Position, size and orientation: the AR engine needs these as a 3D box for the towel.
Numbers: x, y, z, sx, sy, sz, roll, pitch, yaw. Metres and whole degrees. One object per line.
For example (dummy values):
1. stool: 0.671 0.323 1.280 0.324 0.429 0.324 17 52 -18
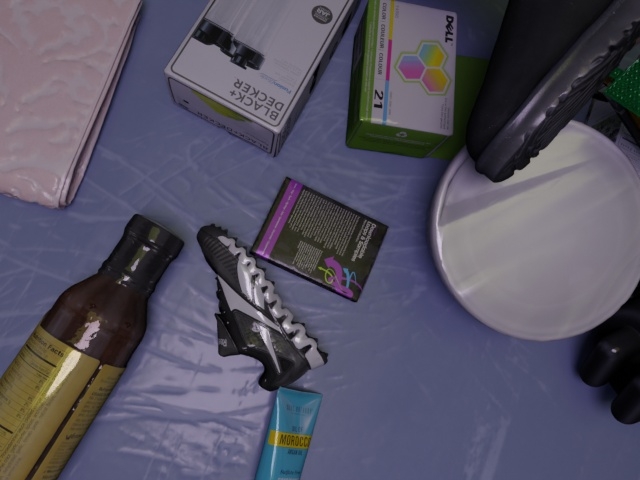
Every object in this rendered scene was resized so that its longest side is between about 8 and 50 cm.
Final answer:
1. towel: -0.435 -0.232 0.607 0.331 0.053 0.317 18 77 -7

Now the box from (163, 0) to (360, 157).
1. box: -0.066 -0.285 0.662 0.169 0.087 0.290 29 77 -4

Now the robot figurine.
1. robot figurine: 0.498 0.141 0.638 0.277 0.173 0.209 -18 86 -12

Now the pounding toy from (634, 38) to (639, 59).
1. pounding toy: 0.460 -0.353 0.704 0.094 0.206 0.181 26 77 -4

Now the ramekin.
1. ramekin: 0.265 -0.016 0.628 0.272 0.127 0.273 0 91 -1

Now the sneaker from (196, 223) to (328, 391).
1. sneaker: -0.098 0.089 0.594 0.106 0.078 0.234 -37 90 -16

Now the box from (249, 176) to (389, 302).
1. box: 0.000 0.000 0.652 0.162 0.029 0.116 26 77 -3

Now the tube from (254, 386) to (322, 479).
1. tube: -0.051 0.287 0.580 0.080 0.052 0.207 30 70 -48

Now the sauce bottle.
1. sauce bottle: -0.275 0.131 0.541 0.111 0.111 0.345 31 75 -3

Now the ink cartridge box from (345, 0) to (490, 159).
1. ink cartridge box: 0.175 -0.221 0.687 0.254 0.097 0.189 6 79 -8

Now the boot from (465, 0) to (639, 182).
1. boot: 0.148 -0.331 0.549 0.445 0.146 0.367 41 94 19

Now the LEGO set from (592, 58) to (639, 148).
1. LEGO set: 0.438 -0.224 0.578 0.192 0.331 0.255 21 112 -41

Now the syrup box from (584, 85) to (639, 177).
1. syrup box: 0.458 -0.133 0.722 0.096 0.093 0.237 25 77 -5
